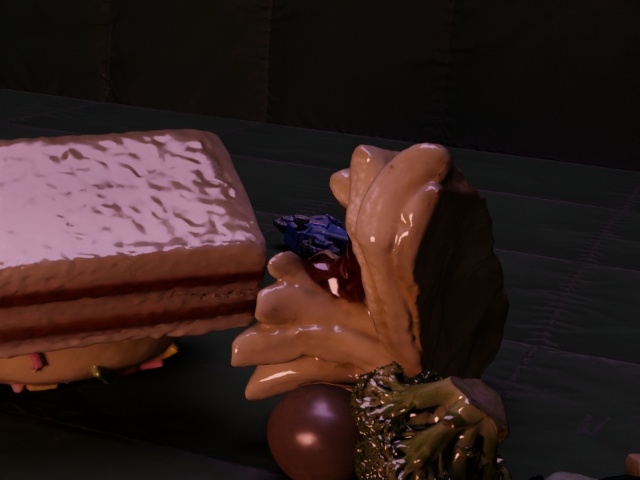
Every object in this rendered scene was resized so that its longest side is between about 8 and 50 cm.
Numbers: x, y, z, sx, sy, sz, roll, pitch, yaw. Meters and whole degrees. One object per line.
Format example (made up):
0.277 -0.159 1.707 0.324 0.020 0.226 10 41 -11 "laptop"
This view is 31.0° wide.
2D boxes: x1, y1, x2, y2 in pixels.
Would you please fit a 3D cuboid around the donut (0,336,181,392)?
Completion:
-0.308 0.056 1.268 0.371 0.150 0.307 4 17 10 "donut"

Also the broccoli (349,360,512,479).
0.091 0.172 0.963 0.162 0.138 0.146 45 28 16 "broccoli"

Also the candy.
-0.223 -0.001 1.080 0.320 0.135 0.179 -6 49 -17 "candy"

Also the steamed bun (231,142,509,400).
0.051 0.068 1.130 0.189 0.247 0.428 14 -15 22 "steamed bun"

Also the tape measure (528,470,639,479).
0.148 0.223 0.666 0.115 0.207 0.235 9 17 28 "tape measure"

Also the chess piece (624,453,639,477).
0.344 0.222 1.008 0.090 0.090 0.200 2 3 -10 "chess piece"

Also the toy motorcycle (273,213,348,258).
0.000 0.000 1.789 0.114 0.076 0.205 7 13 -21 "toy motorcycle"

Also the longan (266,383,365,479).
0.008 0.176 1.031 0.113 0.092 0.113 15 -12 3 "longan"
